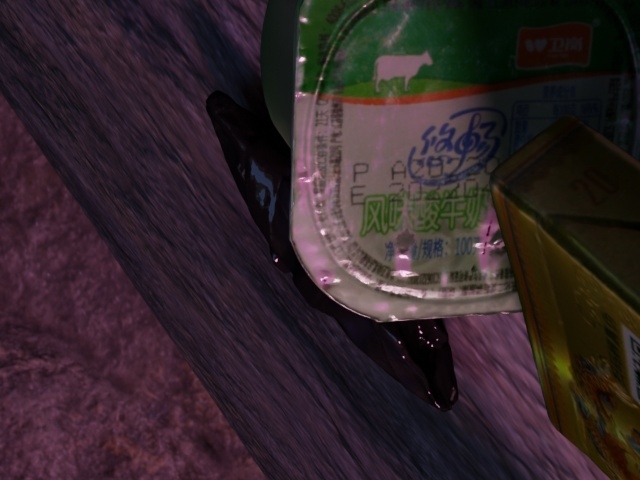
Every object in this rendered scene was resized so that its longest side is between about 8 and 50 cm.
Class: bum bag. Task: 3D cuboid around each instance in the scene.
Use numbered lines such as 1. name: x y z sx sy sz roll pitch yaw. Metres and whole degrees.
1. bum bag: 0.000 0.000 1.030 0.310 0.074 0.137 50 175 24

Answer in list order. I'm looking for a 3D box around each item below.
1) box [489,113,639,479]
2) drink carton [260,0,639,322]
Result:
1. box: 0.174 0.105 0.431 0.311 0.043 0.173 46 168 37
2. drink carton: 0.042 -0.060 0.594 0.142 0.146 0.144 -127 36 -63
